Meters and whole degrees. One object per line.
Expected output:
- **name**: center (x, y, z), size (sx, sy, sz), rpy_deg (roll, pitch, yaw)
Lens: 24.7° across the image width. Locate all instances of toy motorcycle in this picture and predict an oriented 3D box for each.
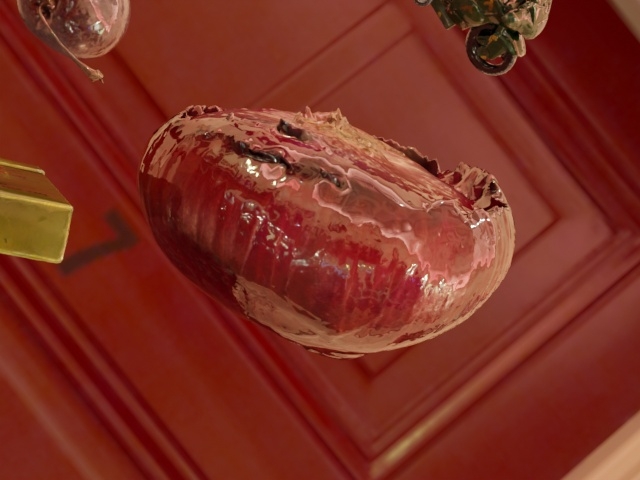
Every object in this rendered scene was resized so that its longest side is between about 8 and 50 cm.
- **toy motorcycle**: center (0.214, -0.365, 1.956), size (0.187, 0.125, 0.275), rpy_deg (-30, -85, 42)

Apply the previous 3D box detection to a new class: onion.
- **onion**: center (0.001, -0.010, 0.946), size (0.248, 0.161, 0.248), rpy_deg (15, -6, 2)

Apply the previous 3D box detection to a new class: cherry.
- **cherry**: center (-0.247, -0.234, 1.592), size (0.188, 0.115, 0.148), rpy_deg (46, -14, 17)

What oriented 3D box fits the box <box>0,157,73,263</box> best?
- **box**: center (-0.279, -0.040, 1.042), size (0.173, 0.043, 0.311), rpy_deg (11, 5, -16)
